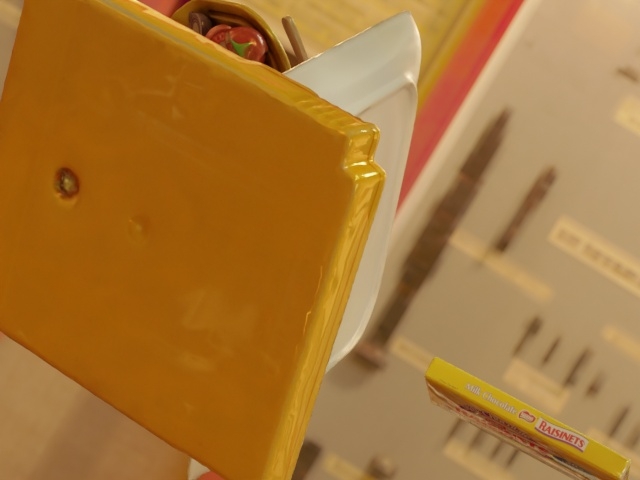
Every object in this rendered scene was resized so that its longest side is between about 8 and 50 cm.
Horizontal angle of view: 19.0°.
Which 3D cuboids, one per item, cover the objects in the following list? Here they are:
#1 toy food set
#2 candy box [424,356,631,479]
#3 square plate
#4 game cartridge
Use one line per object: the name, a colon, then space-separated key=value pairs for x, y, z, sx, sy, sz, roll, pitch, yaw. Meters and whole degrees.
toy food set: x=-0.096 y=-0.173 z=1.946 sx=0.218 sy=0.071 sz=0.128 roll=17 pitch=-48 yaw=51
candy box: x=0.194 y=0.178 z=1.796 sx=0.206 sy=0.027 sz=0.105 roll=27 pitch=-16 yaw=16
square plate: x=0.000 y=0.000 z=1.637 sx=0.049 sy=0.347 sz=0.344 roll=18 pitch=23 yaw=17
game cartridge: x=-0.115 y=-0.011 z=1.383 sx=0.323 sy=0.285 sz=0.052 roll=30 pitch=25 yaw=28
